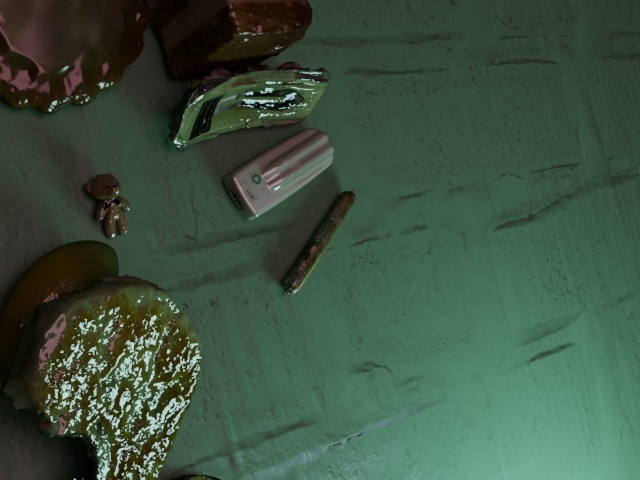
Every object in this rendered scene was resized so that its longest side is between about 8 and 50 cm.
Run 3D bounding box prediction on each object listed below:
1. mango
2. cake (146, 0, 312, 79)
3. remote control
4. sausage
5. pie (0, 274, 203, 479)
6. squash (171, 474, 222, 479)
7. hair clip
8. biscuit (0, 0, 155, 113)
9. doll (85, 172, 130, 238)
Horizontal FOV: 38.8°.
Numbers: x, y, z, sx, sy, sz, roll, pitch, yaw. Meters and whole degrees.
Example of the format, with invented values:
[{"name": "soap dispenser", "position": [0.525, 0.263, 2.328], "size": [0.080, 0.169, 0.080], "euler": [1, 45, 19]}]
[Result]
[{"name": "mango", "position": [-0.368, 0.094, 1.267], "size": [0.137, 0.091, 0.237], "euler": [33, 57, -34]}, {"name": "cake", "position": [-0.173, -0.431, 1.490], "size": [0.199, 0.196, 0.292], "euler": [-23, 90, -42]}, {"name": "remote control", "position": [-0.065, -0.124, 1.594], "size": [0.230, 0.049, 0.090], "euler": [-37, 102, -37]}, {"name": "sausage", "position": [0.000, 0.000, 1.630], "size": [0.033, 0.033, 0.269], "euler": [48, 54, -21]}, {"name": "pie", "position": [-0.280, 0.202, 1.248], "size": [0.296, 0.078, 0.371], "euler": [-50, 137, -35]}, {"name": "squash", "position": [-0.181, 0.450, 1.362], "size": [0.192, 0.085, 0.184], "euler": [20, 39, -38]}, {"name": "hair clip", "position": [-0.128, -0.245, 1.533], "size": [0.321, 0.138, 0.091], "euler": [-17, 62, -43]}, {"name": "biscuit", "position": [-0.400, -0.356, 1.355], "size": [0.335, 0.078, 0.329], "euler": [-16, 95, -39]}, {"name": "doll", "position": [-0.320, -0.054, 1.382], "size": [0.062, 0.051, 0.093], "euler": [-23, 124, -41]}]
